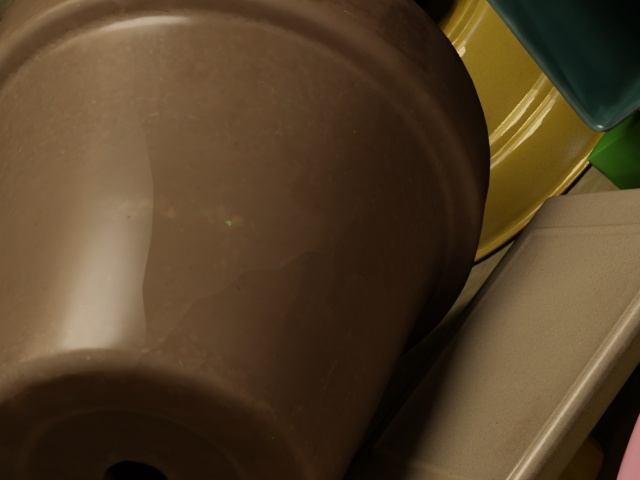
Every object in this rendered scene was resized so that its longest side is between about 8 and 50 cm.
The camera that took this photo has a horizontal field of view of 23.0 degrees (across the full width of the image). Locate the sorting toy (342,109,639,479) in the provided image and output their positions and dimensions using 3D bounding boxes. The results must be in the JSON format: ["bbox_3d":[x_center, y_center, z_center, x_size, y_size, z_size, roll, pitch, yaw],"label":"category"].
[{"bbox_3d":[0.096,0.057,0.670,0.348,0.047,0.196,-52,11,-13],"label":"sorting toy"}]

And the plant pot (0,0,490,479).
[{"bbox_3d":[-0.056,0.025,0.707,0.263,0.263,0.229,-38,26,33],"label":"plant pot"}]

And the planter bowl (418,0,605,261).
[{"bbox_3d":[0.087,-0.090,0.912,0.217,0.090,0.217,-43,20,20],"label":"planter bowl"}]

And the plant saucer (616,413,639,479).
[{"bbox_3d":[0.210,0.042,0.361,0.332,0.084,0.332,-43,19,19],"label":"plant saucer"}]

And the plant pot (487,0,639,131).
[{"bbox_3d":[0.180,-0.198,0.745,0.165,0.166,0.234,-38,2,41],"label":"plant pot"}]

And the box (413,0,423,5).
[{"bbox_3d":[0.008,-0.132,0.979,0.216,0.060,0.270,-36,-10,-13],"label":"box"}]
